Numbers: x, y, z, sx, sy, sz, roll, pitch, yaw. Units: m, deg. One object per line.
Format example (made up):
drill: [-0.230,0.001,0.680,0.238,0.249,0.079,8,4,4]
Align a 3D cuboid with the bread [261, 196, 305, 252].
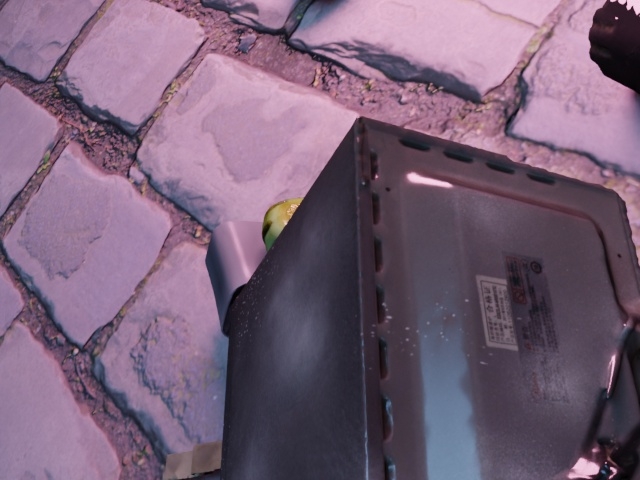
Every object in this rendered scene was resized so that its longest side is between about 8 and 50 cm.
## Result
bread: [0.000,0.000,0.955,0.139,0.071,0.130,0,38,-11]

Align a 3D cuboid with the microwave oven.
microwave oven: [0.077,0.184,0.592,0.374,0.236,0.432,127,149,-52]

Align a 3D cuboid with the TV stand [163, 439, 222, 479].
TV stand: [-0.084,0.244,0.921,0.249,0.042,0.036,-18,58,30]

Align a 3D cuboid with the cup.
cup: [-0.088,0.061,1.005,0.129,0.095,0.128,-114,34,-46]

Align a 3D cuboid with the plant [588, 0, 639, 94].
plant: [0.378,-0.186,0.750,0.164,0.142,0.256,-56,33,-4]
